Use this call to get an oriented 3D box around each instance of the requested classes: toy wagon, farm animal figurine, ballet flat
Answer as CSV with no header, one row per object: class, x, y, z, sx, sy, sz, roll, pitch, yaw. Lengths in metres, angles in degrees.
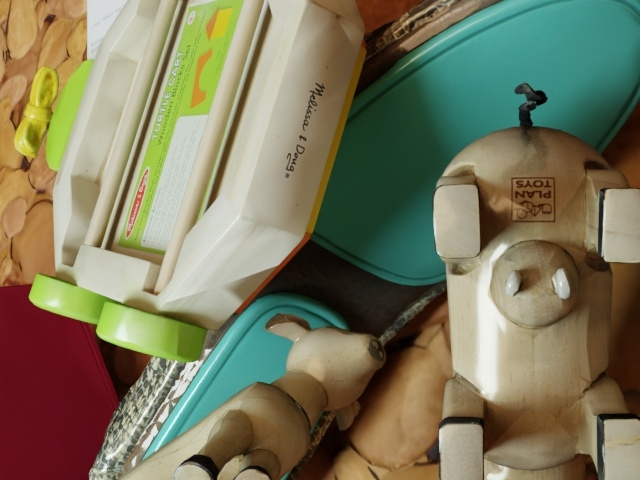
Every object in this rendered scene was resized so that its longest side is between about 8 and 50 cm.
toy wagon,-0.101,-0.077,0.616,0.344,0.068,0.267,9,81,57
farm animal figurine,0.075,0.087,0.501,0.330,0.172,0.327,17,98,5
ballet flat,0.000,0.000,0.644,0.483,0.164,0.182,-52,27,18

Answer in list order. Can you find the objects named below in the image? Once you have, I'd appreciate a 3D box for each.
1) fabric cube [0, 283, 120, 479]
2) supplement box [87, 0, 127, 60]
fabric cube,-0.307,0.200,0.721,0.259,0.258,0.254,-33,75,29
supplement box,-0.106,-0.137,0.785,0.114,0.111,0.220,-21,64,34
